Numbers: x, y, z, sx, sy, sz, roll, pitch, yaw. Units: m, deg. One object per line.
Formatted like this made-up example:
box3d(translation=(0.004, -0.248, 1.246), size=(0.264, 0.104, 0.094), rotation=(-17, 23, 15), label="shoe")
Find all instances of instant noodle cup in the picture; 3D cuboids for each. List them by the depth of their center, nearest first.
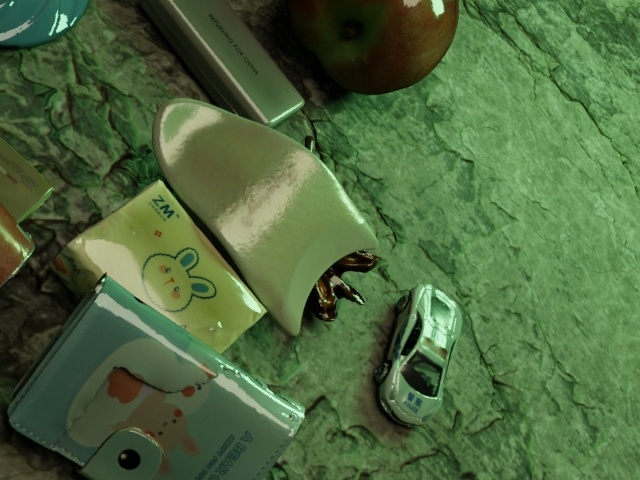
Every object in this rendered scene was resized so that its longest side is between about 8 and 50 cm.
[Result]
box3d(translation=(-0.350, -0.011, 0.884), size=(0.136, 0.127, 0.127), rotation=(47, 46, -18), label="instant noodle cup")

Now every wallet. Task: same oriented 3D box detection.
box3d(translation=(-0.161, 0.171, 0.915), size=(0.250, 0.075, 0.176), rotation=(37, 92, -15), label="wallet")

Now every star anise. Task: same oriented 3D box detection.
box3d(translation=(0.002, -0.003, 1.187), size=(0.177, 0.073, 0.234), rotation=(34, 66, -7), label="star anise")

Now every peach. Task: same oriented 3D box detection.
box3d(translation=(0.080, -0.340, 1.341), size=(0.252, 0.252, 0.252), rotation=(18, 56, -29), label="peach")

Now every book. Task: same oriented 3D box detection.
box3d(translation=(-0.388, -0.043, 0.957), size=(0.138, 0.016, 0.199), rotation=(45, 47, -9), label="book")

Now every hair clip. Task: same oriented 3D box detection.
box3d(translation=(-0.079, -0.049, 1.087), size=(0.282, 0.113, 0.172), rotation=(40, 66, 11), label="hair clip")

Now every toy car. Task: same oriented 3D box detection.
box3d(translation=(0.134, 0.149, 1.222), size=(0.095, 0.056, 0.205), rotation=(36, 48, -17), label="toy car")

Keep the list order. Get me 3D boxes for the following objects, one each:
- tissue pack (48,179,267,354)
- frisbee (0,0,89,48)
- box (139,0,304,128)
box3d(translation=(-0.175, 0.052, 1.014), size=(0.196, 0.092, 0.148), rotation=(50, 49, -3), label="tissue pack")
box3d(translation=(-0.404, -0.358, 1.101), size=(0.289, 0.049, 0.290), rotation=(18, 55, -29), label="frisbee")
box3d(translation=(-0.131, -0.251, 1.246), size=(0.244, 0.055, 0.103), rotation=(52, 47, -2), label="box")
